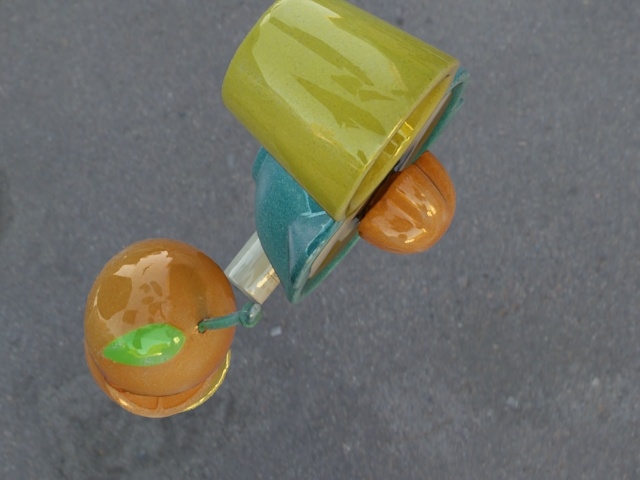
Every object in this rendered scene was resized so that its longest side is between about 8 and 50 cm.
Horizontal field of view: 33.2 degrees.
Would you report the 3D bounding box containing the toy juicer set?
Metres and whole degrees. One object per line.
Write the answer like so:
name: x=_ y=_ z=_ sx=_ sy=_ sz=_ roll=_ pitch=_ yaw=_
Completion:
toy juicer set: x=0.000 y=0.000 z=0.509 sx=0.089 sy=0.329 sz=0.209 roll=37 pitch=102 yaw=6
